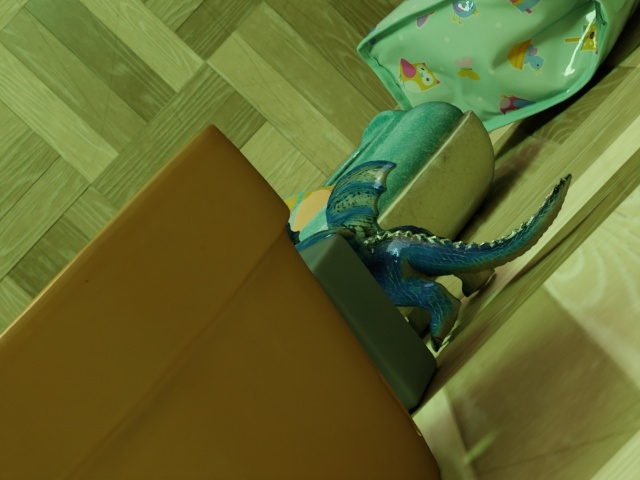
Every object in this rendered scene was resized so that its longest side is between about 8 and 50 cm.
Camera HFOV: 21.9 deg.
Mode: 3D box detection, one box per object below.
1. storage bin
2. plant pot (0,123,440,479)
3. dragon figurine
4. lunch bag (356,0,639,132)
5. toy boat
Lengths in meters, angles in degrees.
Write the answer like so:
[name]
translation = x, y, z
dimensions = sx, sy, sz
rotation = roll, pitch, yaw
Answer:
[storage bin]
translation = 0.005, 0.064, 1.010
dimensions = 0.091, 0.135, 0.098
rotation = -31, 12, 29
[plant pot]
translation = -0.080, 0.115, 0.808
dimensions = 0.291, 0.203, 0.291
rotation = -47, 5, 6
[dragon figurine]
translation = 0.032, 0.007, 1.086
dimensions = 0.085, 0.144, 0.289
rotation = -50, 6, -34
[lunch bag]
translation = 0.196, -0.217, 1.467
dimensions = 0.262, 0.160, 0.223
rotation = -25, 16, 47
[toy boat]
translation = 0.000, 0.000, 1.413
dimensions = 0.267, 0.148, 0.318
rotation = -49, 5, -26
